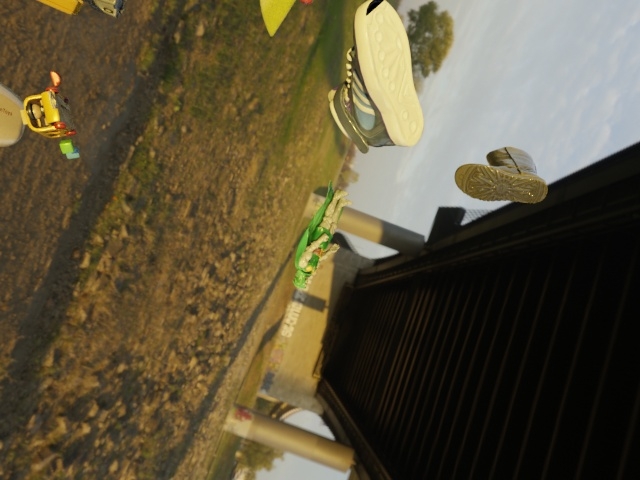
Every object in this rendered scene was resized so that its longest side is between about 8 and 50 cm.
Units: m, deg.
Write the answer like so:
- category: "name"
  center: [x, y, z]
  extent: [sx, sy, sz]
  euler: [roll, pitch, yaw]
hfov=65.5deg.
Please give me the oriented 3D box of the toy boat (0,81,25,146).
- category: "toy boat"
  center: [-0.953, -0.300, 1.350]
  extent: [0.267, 0.147, 0.319]
  euler: [49, 49, -75]

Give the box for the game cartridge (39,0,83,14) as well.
- category: "game cartridge"
  center: [-0.721, -0.641, 1.087]
  extent: [0.053, 0.324, 0.285]
  euler: [-47, 167, 18]

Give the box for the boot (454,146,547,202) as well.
- category: "boot"
  center: [0.366, -0.150, 1.031]
  extent: [0.209, 0.189, 0.076]
  euler: [-72, 176, -56]

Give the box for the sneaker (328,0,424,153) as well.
- category: "sneaker"
  center: [0.078, -0.342, 1.072]
  extent: [0.130, 0.236, 0.323]
  euler: [-47, 131, -24]

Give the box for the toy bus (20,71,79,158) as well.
- category: "toy bus"
  center: [-0.694, -0.318, 1.257]
  extent: [0.202, 0.104, 0.191]
  euler: [91, -18, -48]

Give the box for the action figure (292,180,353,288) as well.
- category: "action figure"
  center: [0.000, 0.000, 1.093]
  extent: [0.232, 0.063, 0.137]
  euler: [-64, 154, -11]

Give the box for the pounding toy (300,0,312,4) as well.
- category: "pounding toy"
  center: [-0.041, -0.872, 1.666]
  extent: [0.182, 0.237, 0.110]
  euler: [-18, 143, -31]

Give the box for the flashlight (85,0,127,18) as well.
- category: "flashlight"
  center: [-0.698, -0.740, 1.396]
  extent: [0.103, 0.303, 0.103]
  euler: [114, -5, -48]

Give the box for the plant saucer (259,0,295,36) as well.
- category: "plant saucer"
  center: [-0.026, -0.423, 0.719]
  extent: [0.188, 0.045, 0.188]
  euler: [-36, -147, 51]
